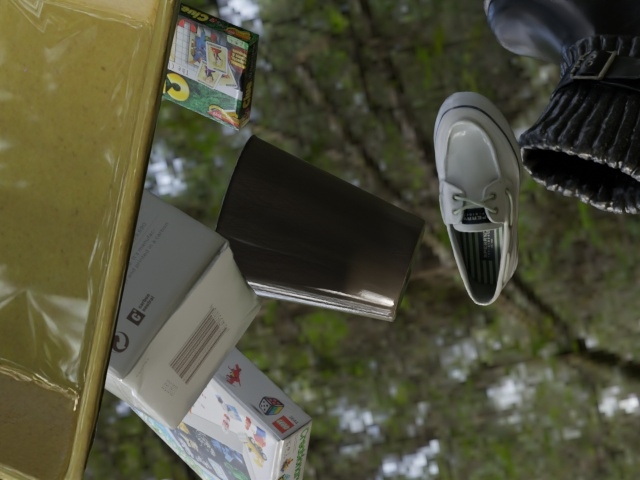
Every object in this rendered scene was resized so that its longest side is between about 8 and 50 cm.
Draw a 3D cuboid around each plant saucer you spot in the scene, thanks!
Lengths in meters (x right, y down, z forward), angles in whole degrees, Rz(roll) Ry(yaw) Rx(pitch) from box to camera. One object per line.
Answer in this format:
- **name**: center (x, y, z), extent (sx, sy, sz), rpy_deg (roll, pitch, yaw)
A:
- **plant saucer**: center (-0.236, -0.047, 1.030), extent (0.081, 0.333, 0.332), rpy_deg (-7, -68, -62)

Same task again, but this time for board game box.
- **board game box**: center (-0.137, 0.179, 1.851), extent (0.305, 0.053, 0.193), rpy_deg (41, 143, 27)
- **board game box**: center (-0.198, -0.240, 1.996), extent (0.030, 0.260, 0.136), rpy_deg (-50, -23, -41)

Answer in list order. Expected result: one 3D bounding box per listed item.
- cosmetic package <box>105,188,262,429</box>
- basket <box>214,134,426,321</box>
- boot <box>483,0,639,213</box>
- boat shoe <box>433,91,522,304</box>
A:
- **cosmetic package**: center (-0.260, -0.008, 1.463), extent (0.156, 0.385, 0.217), rpy_deg (-54, -15, -11)
- **basket**: center (0.000, 0.000, 1.926), extent (0.154, 0.227, 0.204), rpy_deg (-63, -11, -57)
- **boot**: center (0.276, -0.173, 1.786), extent (0.131, 0.348, 0.260), rpy_deg (42, -111, -38)
- **boat shoe**: center (0.160, -0.036, 1.595), extent (0.075, 0.083, 0.226), rpy_deg (-73, -29, -50)
